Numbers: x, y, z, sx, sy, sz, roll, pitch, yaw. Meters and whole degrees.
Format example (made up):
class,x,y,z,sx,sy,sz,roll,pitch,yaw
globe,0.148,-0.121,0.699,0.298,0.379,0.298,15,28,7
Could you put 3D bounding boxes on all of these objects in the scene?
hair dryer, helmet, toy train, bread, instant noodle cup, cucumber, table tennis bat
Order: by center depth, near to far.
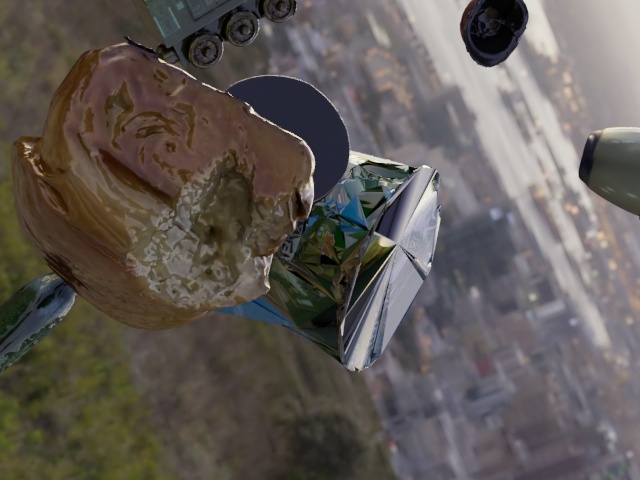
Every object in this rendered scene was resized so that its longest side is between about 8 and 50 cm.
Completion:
class,x,y,z,sx,sy,sz,roll,pitch,yaw
bread,-0.127,-0.023,1.085,0.195,0.149,0.344,27,-9,-7
hair dryer,0.288,-0.020,1.099,0.199,0.167,0.067,29,81,-58
table tennis bat,-0.064,-0.077,1.359,0.220,0.019,0.130,-24,83,-35
helmet,0.165,-0.214,1.526,0.065,0.084,0.049,40,-10,-25
cucumber,-0.321,0.100,1.550,0.056,0.250,0.056,45,-7,7
instant noodle cup,0.000,0.000,1.583,0.240,0.178,0.240,-51,153,-39
toy train,-0.134,-0.323,2.002,0.090,0.225,0.137,42,-18,53
